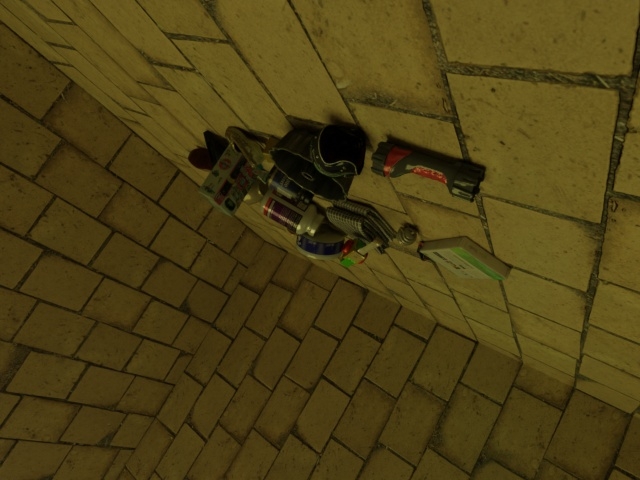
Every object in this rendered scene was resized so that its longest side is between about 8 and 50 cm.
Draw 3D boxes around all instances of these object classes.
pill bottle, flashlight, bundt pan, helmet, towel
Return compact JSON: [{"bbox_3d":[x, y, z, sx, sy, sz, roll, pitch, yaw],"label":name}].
[{"bbox_3d":[-0.147,-0.152,2.377,0.322,0.182,0.181,30,169,5],"label":"pill bottle"},{"bbox_3d":[0.291,-0.189,1.254,0.304,0.103,0.103,27,167,26],"label":"flashlight"},{"bbox_3d":[-0.018,-0.279,1.621,0.330,0.124,0.331,29,169,6],"label":"bundt pan"},{"bbox_3d":[0.049,-0.271,1.383,0.161,0.170,0.169,10,163,15],"label":"helmet"},{"bbox_3d":[-0.129,-0.253,2.039,0.219,0.123,0.123,30,169,-1],"label":"pill bottle"},{"bbox_3d":[0.183,-0.063,2.053,0.235,0.121,0.283,21,165,45],"label":"towel"}]

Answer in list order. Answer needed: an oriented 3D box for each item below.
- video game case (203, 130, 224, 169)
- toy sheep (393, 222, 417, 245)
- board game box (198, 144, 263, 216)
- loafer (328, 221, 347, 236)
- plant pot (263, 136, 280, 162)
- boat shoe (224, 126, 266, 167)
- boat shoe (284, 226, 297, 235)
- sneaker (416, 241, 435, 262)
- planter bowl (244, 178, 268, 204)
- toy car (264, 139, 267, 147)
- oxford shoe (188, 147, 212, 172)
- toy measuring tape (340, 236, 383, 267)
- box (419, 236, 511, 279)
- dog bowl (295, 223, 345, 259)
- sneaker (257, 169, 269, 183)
[{"bbox_3d":[-0.498,-0.383,2.286,0.275,0.035,0.248,58,-168,-67],"label":"video game case"},{"bbox_3d":[0.358,-0.021,1.876,0.091,0.091,0.132,32,164,-4],"label":"toy sheep"},{"bbox_3d":[-0.421,-0.294,2.150,0.097,0.304,0.224,25,168,19],"label":"board game box"},{"bbox_3d":[0.103,-0.072,2.471,0.125,0.039,0.045,34,-157,1],"label":"loafer"},{"bbox_3d":[-0.170,-0.358,1.813,0.083,0.082,0.081,16,165,13],"label":"plant pot"},{"bbox_3d":[-0.339,-0.404,1.935,0.285,0.089,0.105,37,171,39],"label":"boat shoe"},{"bbox_3d":[-0.182,-0.101,2.486,0.170,0.063,0.059,58,173,8],"label":"boat shoe"},{"bbox_3d":[0.469,0.067,2.011,0.061,0.065,0.158,18,163,50],"label":"sneaker"},{"bbox_3d":[-0.354,-0.283,2.475,0.109,0.162,0.162,-6,151,27],"label":"planter bowl"},{"bbox_3d":[-0.205,-0.387,1.922,0.122,0.060,0.041,89,167,-58],"label":"toy car"},{"bbox_3d":[-0.613,-0.427,2.571,0.348,0.123,0.130,26,174,28],"label":"oxford shoe"},{"bbox_3d":[0.182,0.025,1.965,0.121,0.121,0.330,33,148,-11],"label":"toy measuring tape"},{"bbox_3d":[0.572,0.076,1.811,0.232,0.059,0.322,33,170,-11],"label":"box"},{"bbox_3d":[0.000,0.000,2.490,0.264,0.104,0.265,8,-155,-4],"label":"dog bowl"},{"bbox_3d":[-0.294,-0.335,2.321,0.166,0.065,0.076,32,-174,9],"label":"sneaker"}]
